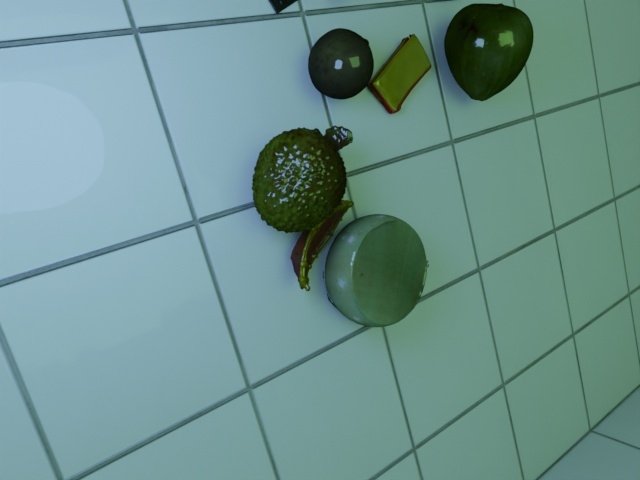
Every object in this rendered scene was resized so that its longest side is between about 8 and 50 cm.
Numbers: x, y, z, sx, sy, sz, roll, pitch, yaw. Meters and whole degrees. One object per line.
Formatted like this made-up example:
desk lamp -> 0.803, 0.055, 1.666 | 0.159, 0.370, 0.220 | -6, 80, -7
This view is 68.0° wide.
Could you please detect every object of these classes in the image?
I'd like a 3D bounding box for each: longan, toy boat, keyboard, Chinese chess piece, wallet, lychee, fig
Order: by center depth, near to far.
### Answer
lychee -> -0.052, -0.174, 1.291 | 0.269, 0.270, 0.320 | 21, 61, -29
longan -> 0.060, -0.513, 1.384 | 0.196, 0.196, 0.220 | 28, 39, -28
keyboard -> -0.088, -0.726, 1.396 | 0.155, 0.010, 0.053 | -43, 112, -23
toy boat -> -0.007, -0.001, 1.404 | 0.099, 0.141, 0.318 | 22, 66, 16
Chinese chess piece -> 0.173, 0.092, 1.474 | 0.349, 0.146, 0.350 | -4, 97, -37
wallet -> 0.265, -0.551, 1.585 | 0.141, 0.067, 0.241 | 45, 74, -29
fig -> 0.572, -0.647, 1.646 | 0.316, 0.316, 0.316 | -1, 92, -30
